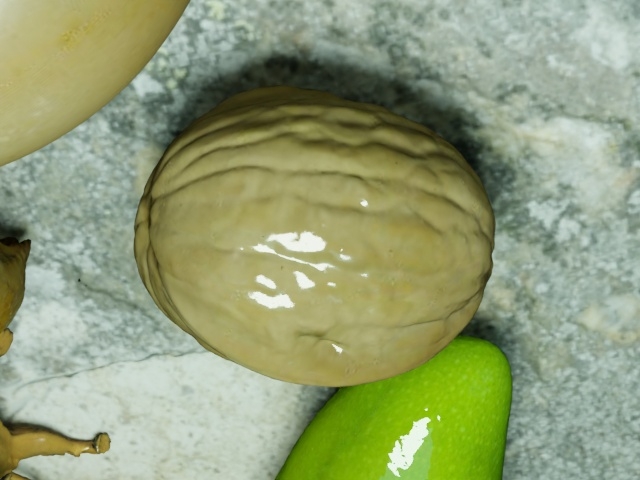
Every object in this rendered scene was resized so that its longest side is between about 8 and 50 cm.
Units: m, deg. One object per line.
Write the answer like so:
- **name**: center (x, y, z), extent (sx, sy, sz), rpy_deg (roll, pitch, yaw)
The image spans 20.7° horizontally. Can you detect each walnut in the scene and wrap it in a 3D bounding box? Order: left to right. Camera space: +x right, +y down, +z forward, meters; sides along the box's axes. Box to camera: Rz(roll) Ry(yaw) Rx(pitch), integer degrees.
- **walnut**: center (0.000, 0.000, 1.244), extent (0.261, 0.225, 0.225), rpy_deg (10, 125, -12)

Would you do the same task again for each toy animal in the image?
- **toy animal**: center (-0.268, 0.170, 1.437), extent (0.116, 0.114, 0.255), rpy_deg (-3, 140, 30)

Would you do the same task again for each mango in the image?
- **mango**: center (0.058, 0.216, 1.424), extent (0.192, 0.156, 0.343), rpy_deg (18, 121, -14)

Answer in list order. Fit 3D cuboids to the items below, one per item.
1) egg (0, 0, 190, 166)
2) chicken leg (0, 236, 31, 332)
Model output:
- **egg**: center (-0.240, -0.186, 1.061), extent (0.374, 0.301, 0.301), rpy_deg (-13, 124, 5)
- **chicken leg**: center (-0.290, 0.085, 1.248), extent (0.182, 0.295, 0.409), rpy_deg (-21, 94, 30)
